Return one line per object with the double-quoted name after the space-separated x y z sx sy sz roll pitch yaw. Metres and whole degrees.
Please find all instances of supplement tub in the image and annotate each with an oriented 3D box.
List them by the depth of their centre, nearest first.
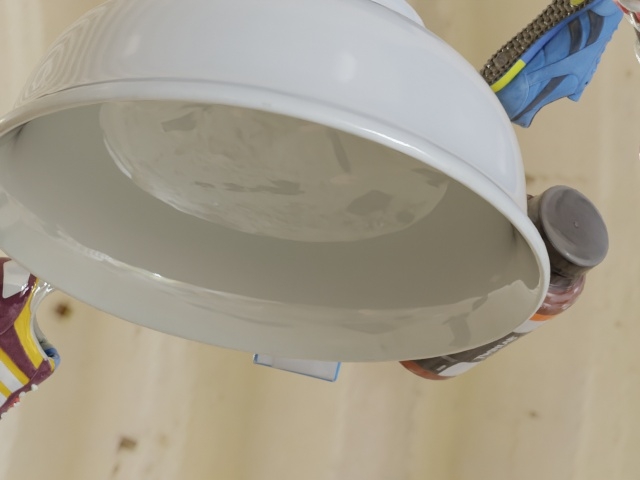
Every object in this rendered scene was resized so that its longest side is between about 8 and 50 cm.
0.137 0.030 1.549 0.106 0.106 0.198 33 -42 -20 "supplement tub"

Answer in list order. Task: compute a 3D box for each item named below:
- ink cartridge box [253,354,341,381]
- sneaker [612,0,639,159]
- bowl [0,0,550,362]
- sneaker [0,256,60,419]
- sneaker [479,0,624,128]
0.000 0.000 1.360 0.062 0.181 0.104 13 -57 -2 "ink cartridge box"
0.182 -0.149 0.995 0.136 0.116 0.313 -4 -55 -15 "sneaker"
-0.023 -0.053 1.001 0.298 0.134 0.298 8 -25 4 "bowl"
-0.226 0.101 1.364 0.084 0.185 0.069 8 21 -14 "sneaker"
0.252 -0.195 1.925 0.082 0.209 0.069 42 17 -20 "sneaker"
